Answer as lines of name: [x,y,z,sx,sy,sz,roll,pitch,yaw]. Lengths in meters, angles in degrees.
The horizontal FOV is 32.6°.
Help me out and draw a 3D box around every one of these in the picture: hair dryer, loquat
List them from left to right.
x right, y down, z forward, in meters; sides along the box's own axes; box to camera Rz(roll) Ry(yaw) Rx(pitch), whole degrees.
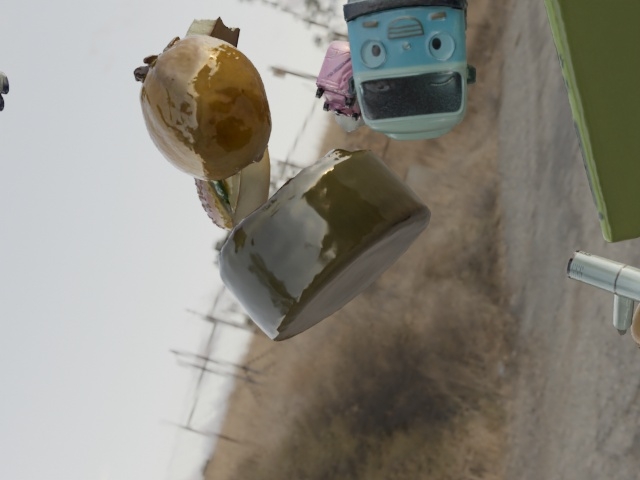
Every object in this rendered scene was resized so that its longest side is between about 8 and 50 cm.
loquat: [-0.179,-0.207,1.727,0.193,0.238,0.238,-41,-15,-17]
hair dryer: [0.417,0.091,1.446,0.044,0.155,0.183,-55,-39,-17]

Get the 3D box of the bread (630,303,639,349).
bread: [0.553,0.099,1.666,0.189,0.114,0.077,-50,5,5]

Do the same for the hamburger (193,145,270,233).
hamburger: [-0.176,-0.133,2.122,0.237,0.147,0.236,176,90,-78]

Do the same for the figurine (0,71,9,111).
figurine: [-0.713,-0.282,2.010,0.274,0.133,0.194,-24,-29,-24]

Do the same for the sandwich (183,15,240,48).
sandwich: [-0.195,-0.316,1.973,0.162,0.058,0.193,-64,-19,-14]

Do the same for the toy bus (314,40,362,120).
toy bus: [0.039,-0.235,1.634,0.203,0.063,0.090,39,-111,-82]

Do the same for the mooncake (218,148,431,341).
mooncake: [0.000,0.000,1.502,0.284,0.155,0.284,-38,-10,-8]

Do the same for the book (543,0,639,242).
book: [0.269,-0.193,0.751,0.035,0.239,0.352,-90,-16,-78]

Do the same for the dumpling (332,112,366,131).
dumpling: [0.098,-0.256,1.922,0.108,0.188,0.127,56,-160,-26]

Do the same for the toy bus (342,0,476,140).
toy bus: [0.104,-0.195,1.217,0.271,0.133,0.164,-48,-47,-79]
